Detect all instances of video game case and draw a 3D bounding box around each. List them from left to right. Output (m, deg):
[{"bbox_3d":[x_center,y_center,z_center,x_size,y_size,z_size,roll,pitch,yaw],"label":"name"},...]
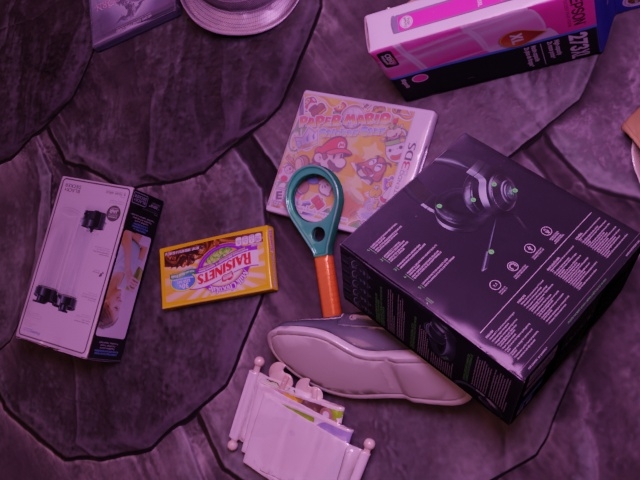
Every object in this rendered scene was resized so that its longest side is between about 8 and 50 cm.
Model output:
[{"bbox_3d":[-0.368,-0.519,1.385,0.196,0.026,0.274,-17,70,20],"label":"video game case"},{"bbox_3d":[0.044,-0.117,1.098,0.227,0.026,0.206,15,84,27],"label":"video game case"}]

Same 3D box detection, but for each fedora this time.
[{"bbox_3d":[-0.142,-0.495,1.188,0.244,0.124,0.275,8,83,9],"label":"fedora"}]

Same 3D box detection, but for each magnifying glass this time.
[{"bbox_3d":[0.000,0.000,1.069,0.092,0.026,0.231,-12,84,26],"label":"magnifying glass"}]

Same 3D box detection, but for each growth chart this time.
[{"bbox_3d":[-0.033,0.285,1.029,0.237,0.021,0.172,29,97,28],"label":"growth chart"}]

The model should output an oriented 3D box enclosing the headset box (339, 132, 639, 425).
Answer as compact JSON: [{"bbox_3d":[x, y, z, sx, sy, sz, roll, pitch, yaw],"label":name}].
[{"bbox_3d":[0.194,0.031,0.880,0.283,0.131,0.246,36,64,26],"label":"headset box"}]

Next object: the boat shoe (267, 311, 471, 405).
[{"bbox_3d":[0.075,0.151,0.999,0.319,0.116,0.099,3,36,32],"label":"boat shoe"}]

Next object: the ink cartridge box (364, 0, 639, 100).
[{"bbox_3d":[0.260,-0.287,0.955,0.371,0.176,0.069,-13,73,21],"label":"ink cartridge box"}]

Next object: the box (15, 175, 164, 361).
[{"bbox_3d":[-0.393,0.047,1.224,0.169,0.087,0.290,9,81,26],"label":"box"}]

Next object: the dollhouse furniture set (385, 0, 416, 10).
[{"bbox_3d":[0.112,-0.441,1.046,0.161,0.212,0.242,-37,92,11],"label":"dollhouse furniture set"}]

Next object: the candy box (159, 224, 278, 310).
[{"bbox_3d":[-0.167,0.046,1.155,0.206,0.027,0.105,-12,76,22],"label":"candy box"}]

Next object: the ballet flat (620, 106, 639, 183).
[{"bbox_3d":[0.443,-0.065,0.889,0.073,0.080,0.232,-36,60,44],"label":"ballet flat"}]
